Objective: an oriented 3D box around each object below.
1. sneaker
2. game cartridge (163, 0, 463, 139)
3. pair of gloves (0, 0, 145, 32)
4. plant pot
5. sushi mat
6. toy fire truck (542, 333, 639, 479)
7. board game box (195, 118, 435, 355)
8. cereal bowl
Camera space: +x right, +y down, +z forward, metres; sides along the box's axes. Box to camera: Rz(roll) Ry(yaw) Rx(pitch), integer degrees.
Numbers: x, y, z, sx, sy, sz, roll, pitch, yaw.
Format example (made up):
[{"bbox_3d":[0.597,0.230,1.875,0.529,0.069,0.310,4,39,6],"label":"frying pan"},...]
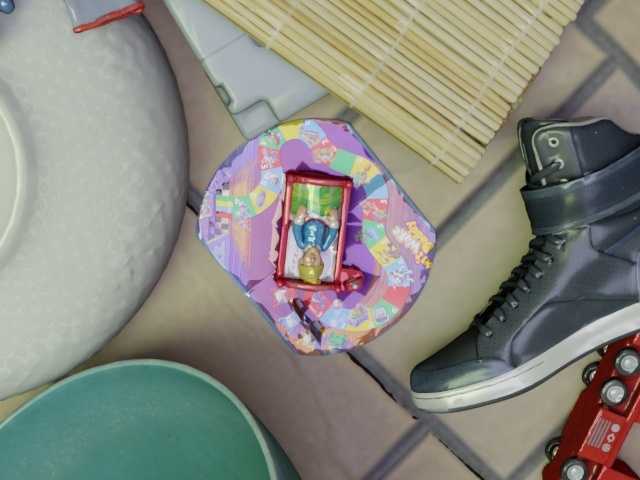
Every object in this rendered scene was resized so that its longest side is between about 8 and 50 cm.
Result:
[{"bbox_3d":[0.137,0.007,0.827,0.226,0.086,0.163,-27,100,1],"label":"sneaker"},{"bbox_3d":[-0.040,-0.240,0.791,0.198,0.062,0.297,-31,100,-3],"label":"game cartridge"},{"bbox_3d":[-0.191,-0.182,0.705,0.198,0.023,0.159,-22,84,-25],"label":"pair of gloves"},{"bbox_3d":[-0.103,0.249,0.779,0.290,0.290,0.195,-39,135,3],"label":"plant pot"},{"bbox_3d":[0.011,-0.179,0.755,0.316,0.019,0.151,33,86,-17],"label":"sushi mat"},{"bbox_3d":[0.256,0.118,0.874,0.135,0.047,0.192,22,98,-9],"label":"toy fire truck"},{"bbox_3d":[0.000,0.000,0.843,0.133,0.033,0.168,-39,100,3],"label":"board game box"},{"bbox_3d":[-0.250,-0.049,0.764,0.339,0.141,0.339,-1,99,-5],"label":"cereal bowl"}]
